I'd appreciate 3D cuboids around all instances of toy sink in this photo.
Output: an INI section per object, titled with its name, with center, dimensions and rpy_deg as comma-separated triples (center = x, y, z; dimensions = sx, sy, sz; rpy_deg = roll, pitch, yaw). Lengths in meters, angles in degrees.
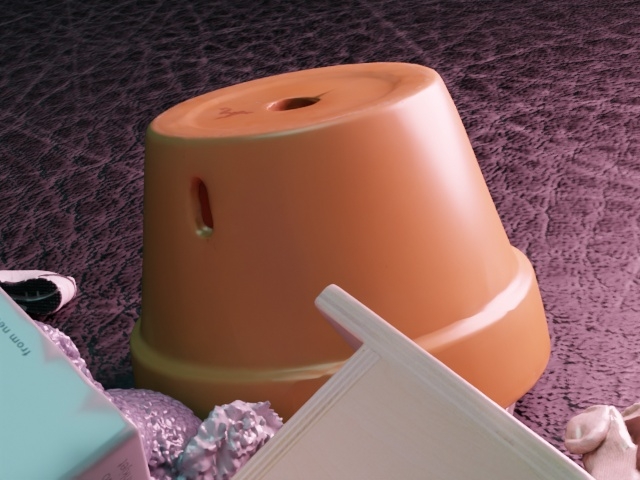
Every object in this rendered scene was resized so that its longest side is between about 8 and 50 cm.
[toy sink]
center = 0.050, 0.147, 0.661
dimensions = 0.131, 0.153, 0.234
rpy_deg = -45, 35, -7

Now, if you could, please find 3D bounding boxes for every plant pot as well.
[plant pot]
center = 0.000, 0.000, 0.941
dimensions = 0.291, 0.203, 0.291
rpy_deg = -9, 18, 3

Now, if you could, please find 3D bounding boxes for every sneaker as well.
[sneaker]
center = -0.257, 0.044, 1.176
dimensions = 0.109, 0.040, 0.044
rpy_deg = 6, 11, 19

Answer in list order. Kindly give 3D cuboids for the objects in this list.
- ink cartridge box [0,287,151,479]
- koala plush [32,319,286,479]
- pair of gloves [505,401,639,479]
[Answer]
[ink cartridge box]
center = -0.198, 0.128, 0.514
dimensions = 0.233, 0.171, 0.168
rpy_deg = -37, 61, -24
[koala plush]
center = -0.131, 0.135, 0.769
dimensions = 0.196, 0.203, 0.221
rpy_deg = -18, -12, 31
[pair of gloves]
center = 0.134, 0.138, 0.835
dimensions = 0.240, 0.042, 0.204
rpy_deg = 3, 26, 25
